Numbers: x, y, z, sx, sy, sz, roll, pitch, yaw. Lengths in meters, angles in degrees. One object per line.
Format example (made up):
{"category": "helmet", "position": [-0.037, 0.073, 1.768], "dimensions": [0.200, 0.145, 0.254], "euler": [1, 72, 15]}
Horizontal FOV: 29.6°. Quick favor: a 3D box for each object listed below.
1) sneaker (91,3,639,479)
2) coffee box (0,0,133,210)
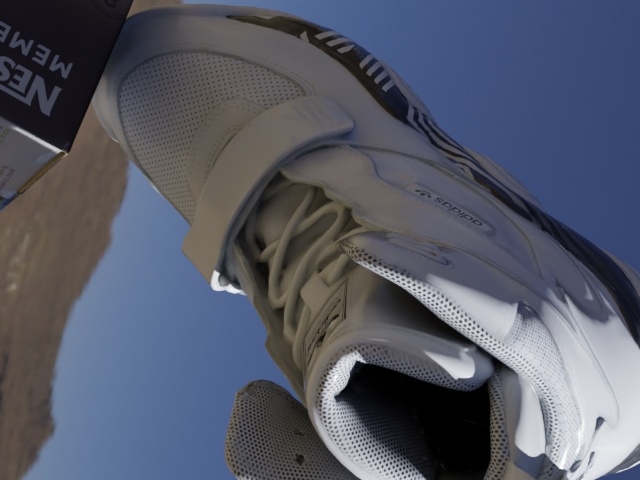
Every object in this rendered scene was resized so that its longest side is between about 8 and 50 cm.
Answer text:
{"category": "sneaker", "position": [0.000, 0.000, 0.574], "dimensions": [0.137, 0.366, 0.210], "euler": [-59, 164, 20]}
{"category": "coffee box", "position": [-0.223, -0.138, 0.584], "dimensions": [0.098, 0.247, 0.141], "euler": [-29, -143, 52]}
